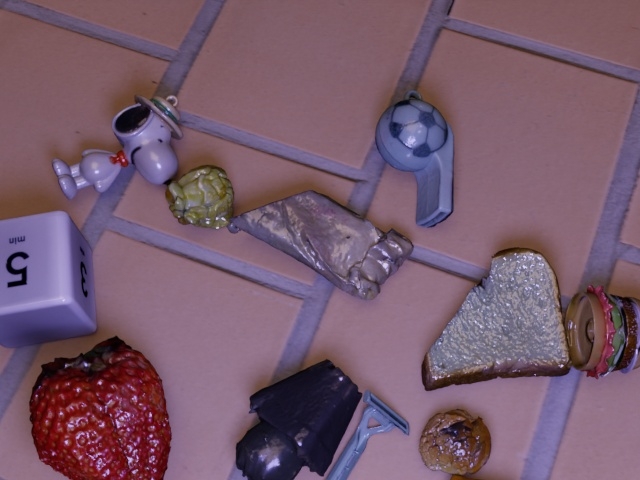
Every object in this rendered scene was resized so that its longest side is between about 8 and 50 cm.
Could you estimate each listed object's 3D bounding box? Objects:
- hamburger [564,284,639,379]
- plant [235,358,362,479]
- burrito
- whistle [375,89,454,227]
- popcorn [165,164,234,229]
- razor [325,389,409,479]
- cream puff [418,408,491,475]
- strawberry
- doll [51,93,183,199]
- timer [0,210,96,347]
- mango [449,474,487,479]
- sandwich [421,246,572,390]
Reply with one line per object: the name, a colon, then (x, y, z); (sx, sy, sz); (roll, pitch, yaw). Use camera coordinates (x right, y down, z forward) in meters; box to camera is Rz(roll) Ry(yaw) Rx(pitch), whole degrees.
hamburger: (0.539, 0.172, 1.708); (0.136, 0.175, 0.175); (5, 66, -7)
plant: (-0.044, 0.332, 1.654); (0.164, 0.142, 0.256); (33, 74, 36)
burrito: (0.005, -0.009, 1.845); (0.347, 0.107, 0.175); (26, 54, 11)
whistle: (0.186, -0.183, 1.884); (0.163, 0.163, 0.290); (2, 65, 4)
popcorn: (-0.244, -0.093, 1.878); (0.136, 0.162, 0.141); (-61, 33, 11)
razor: (0.044, 0.416, 1.683); (0.111, 0.056, 0.278); (41, 77, -19)
cream puff: (0.242, 0.365, 1.667); (0.133, 0.104, 0.119); (-11, 73, -1)
strawberry: (-0.379, 0.332, 1.638); (0.250, 0.238, 0.288); (-32, 78, -32)
doll: (-0.422, -0.200, 1.928); (0.271, 0.144, 0.208); (-6, 75, -5)
timer: (-0.552, 0.078, 1.783); (0.194, 0.192, 0.195); (-9, 66, -1)
mango: (0.330, 0.491, 1.584); (0.252, 0.154, 0.126); (12, 74, 23)
sandwich: (0.320, 0.149, 1.758); (0.288, 0.100, 0.254); (-8, 72, -1)
